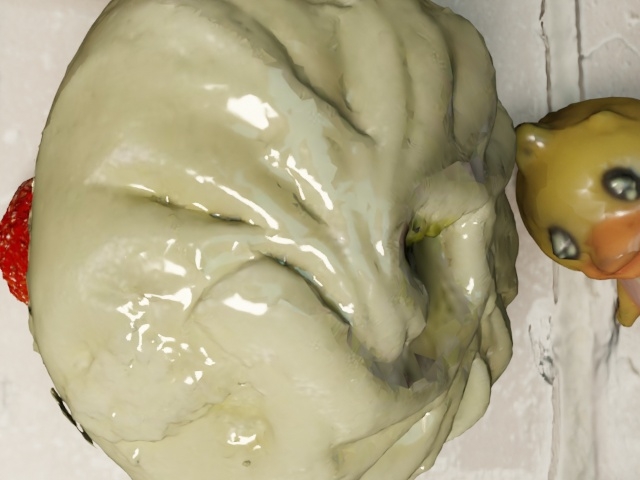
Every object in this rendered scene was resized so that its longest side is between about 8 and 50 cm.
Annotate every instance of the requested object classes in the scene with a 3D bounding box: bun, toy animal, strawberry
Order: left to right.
[{"bbox_3d":[-0.155,0.003,0.709,0.106,0.106,0.106,4,82,-26],"label":"strawberry"},{"bbox_3d":[0.000,0.000,0.670,0.360,0.211,0.359,-2,93,-54],"label":"bun"},{"bbox_3d":[0.265,-0.022,0.887,0.281,0.195,0.169,21,35,-26],"label":"toy animal"}]
